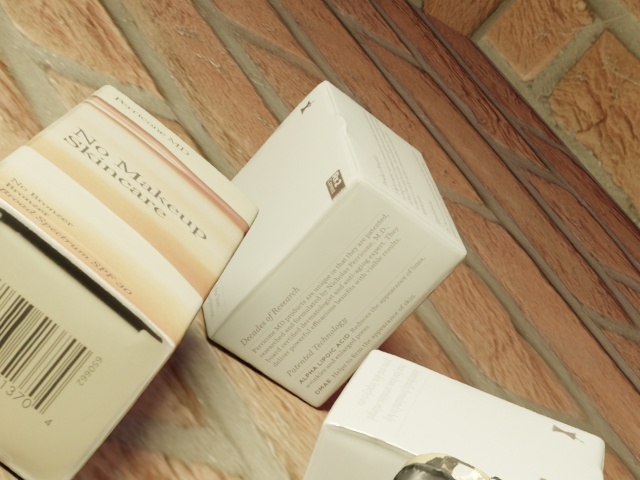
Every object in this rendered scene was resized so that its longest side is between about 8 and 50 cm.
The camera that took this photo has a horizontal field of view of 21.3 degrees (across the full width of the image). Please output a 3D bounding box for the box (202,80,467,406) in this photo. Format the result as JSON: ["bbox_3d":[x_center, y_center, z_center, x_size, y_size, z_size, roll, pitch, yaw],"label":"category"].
[{"bbox_3d":[0.000,0.000,1.363,0.119,0.182,0.181,36,18,-25],"label":"box"}]

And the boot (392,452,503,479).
[{"bbox_3d":[-0.043,0.183,0.609,0.377,0.284,0.138,46,-24,4],"label":"boot"}]

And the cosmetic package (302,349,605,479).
[{"bbox_3d":[0.056,0.185,0.949,0.151,0.183,0.151,21,14,7],"label":"cosmetic package"}]

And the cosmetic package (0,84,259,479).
[{"bbox_3d":[-0.151,0.017,1.073,0.153,0.129,0.296,39,16,-6],"label":"cosmetic package"}]
